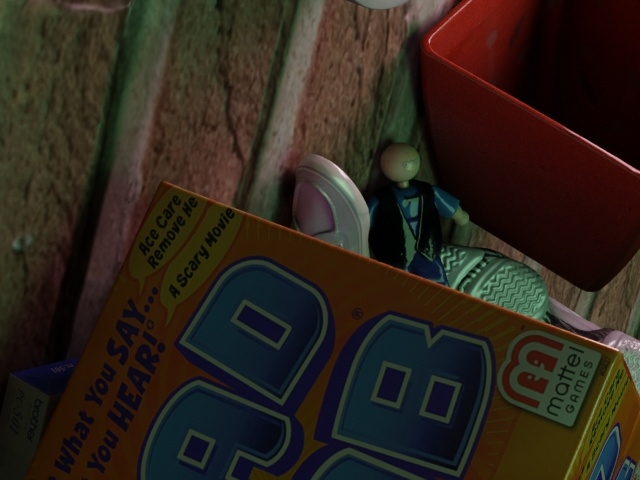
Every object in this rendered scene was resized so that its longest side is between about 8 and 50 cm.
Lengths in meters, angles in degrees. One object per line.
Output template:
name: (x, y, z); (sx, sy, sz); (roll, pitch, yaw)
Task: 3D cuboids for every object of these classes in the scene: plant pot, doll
plant pot: (0.258, -0.112, 1.665); (0.267, 0.267, 0.236); (-44, 157, -34)
doll: (0.086, -0.002, 1.618); (0.129, 0.046, 0.189); (-18, 109, -22)

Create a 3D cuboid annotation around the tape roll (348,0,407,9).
tape roll: (0.047, -0.295, 1.346); (0.219, 0.072, 0.219); (-37, 140, -40)

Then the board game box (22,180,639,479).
board game box: (0.013, 0.221, 1.306); (0.356, 0.356, 0.356); (-66, 161, -10)

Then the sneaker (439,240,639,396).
sneaker: (0.186, 0.100, 1.816); (0.366, 0.210, 0.137); (28, 86, -27)

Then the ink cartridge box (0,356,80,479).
ink cartridge box: (-0.210, 0.195, 1.317); (0.097, 0.046, 0.207); (-10, 120, -55)

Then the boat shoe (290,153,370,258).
boat shoe: (0.000, 0.000, 1.509); (0.063, 0.066, 0.184); (-51, 157, -26)
